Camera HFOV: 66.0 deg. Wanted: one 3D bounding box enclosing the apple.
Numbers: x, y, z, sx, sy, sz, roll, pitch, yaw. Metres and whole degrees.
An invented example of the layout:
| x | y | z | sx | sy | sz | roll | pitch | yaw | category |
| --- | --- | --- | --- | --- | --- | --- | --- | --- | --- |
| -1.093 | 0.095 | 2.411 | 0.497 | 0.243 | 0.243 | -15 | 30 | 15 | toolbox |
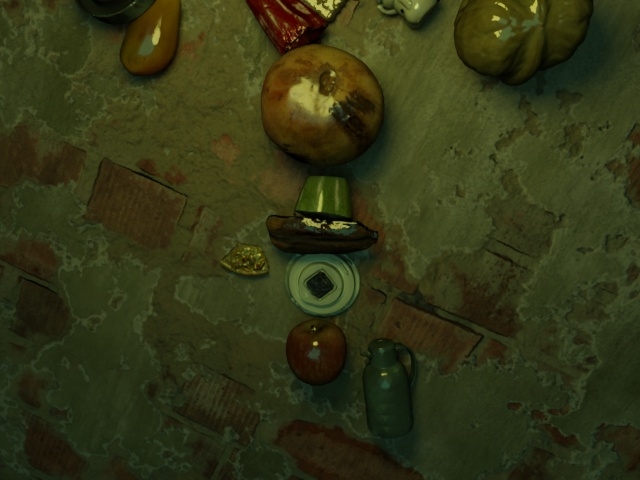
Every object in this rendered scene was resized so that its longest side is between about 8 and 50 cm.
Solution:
| x | y | z | sx | sy | sz | roll | pitch | yaw | category |
| --- | --- | --- | --- | --- | --- | --- | --- | --- | --- |
| -0.011 | 0.335 | 1.479 | 0.188 | 0.188 | 0.173 | -4 | 111 | 9 | apple |

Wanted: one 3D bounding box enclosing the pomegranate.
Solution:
| x | y | z | sx | sy | sz | roll | pitch | yaw | category |
| --- | --- | --- | --- | --- | --- | --- | --- | --- | --- |
| 0.005 | -0.341 | 1.263 | 0.322 | 0.322 | 0.321 | 2 | 104 | 7 | pomegranate |

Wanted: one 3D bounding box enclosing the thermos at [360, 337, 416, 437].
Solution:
| x | y | z | sx | sy | sz | roll | pitch | yaw | category |
| --- | --- | --- | --- | --- | --- | --- | --- | --- | --- |
| 0.215 | 0.438 | 1.504 | 0.182 | 0.145 | 0.286 | -11 | 103 | -22 | thermos |

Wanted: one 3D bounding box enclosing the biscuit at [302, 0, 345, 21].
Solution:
| x | y | z | sx | sy | sz | roll | pitch | yaw | category |
| --- | --- | --- | --- | --- | --- | --- | --- | --- | --- |
| 0.043 | -0.761 | 1.274 | 0.217 | 0.044 | 0.324 | 38 | 106 | -4 | biscuit |

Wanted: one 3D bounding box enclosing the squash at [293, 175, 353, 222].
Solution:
| x | y | z | sx | sy | sz | roll | pitch | yaw | category |
| --- | --- | --- | --- | --- | --- | --- | --- | --- | --- |
| 0.011 | -0.114 | 1.386 | 0.170 | 0.170 | 0.122 | 4 | 90 | 7 | squash |

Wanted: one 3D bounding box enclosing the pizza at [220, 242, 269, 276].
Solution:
| x | y | z | sx | sy | sz | roll | pitch | yaw | category |
| --- | --- | --- | --- | --- | --- | --- | --- | --- | --- |
| -0.231 | 0.061 | 1.519 | 0.160 | 0.036 | 0.098 | 10 | 105 | 5 | pizza |

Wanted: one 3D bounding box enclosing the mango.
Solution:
| x | y | z | sx | sy | sz | roll | pitch | yaw | category |
| --- | --- | --- | --- | --- | --- | --- | --- | --- | --- |
| -0.455 | -0.566 | 1.358 | 0.139 | 0.113 | 0.253 | 32 | 99 | 6 | mango |

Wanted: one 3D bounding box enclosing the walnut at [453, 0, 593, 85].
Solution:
| x | y | z | sx | sy | sz | roll | pitch | yaw | category |
| --- | --- | --- | --- | --- | --- | --- | --- | --- | --- |
| 0.468 | -0.506 | 1.166 | 0.282 | 0.277 | 0.253 | 17 | 111 | -8 | walnut |

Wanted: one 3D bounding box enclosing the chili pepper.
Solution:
| x | y | z | sx | sy | sz | roll | pitch | yaw | category |
| --- | --- | --- | --- | --- | --- | --- | --- | --- | --- |
| -0.101 | -0.601 | 1.292 | 0.144 | 0.136 | 0.252 | -38 | 80 | 14 | chili pepper |

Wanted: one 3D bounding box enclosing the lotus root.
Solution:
| x | y | z | sx | sy | sz | roll | pitch | yaw | category |
| --- | --- | --- | --- | --- | --- | --- | --- | --- | --- |
| 0.001 | 0.000 | 1.400 | 0.330 | 0.167 | 0.078 | 3 | 67 | 16 | lotus root |

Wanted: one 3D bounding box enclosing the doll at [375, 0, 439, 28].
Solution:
| x | y | z | sx | sy | sz | roll | pitch | yaw | category |
| --- | --- | --- | --- | --- | --- | --- | --- | --- | --- |
| 0.207 | -0.621 | 1.254 | 0.181 | 0.110 | 0.106 | 31 | 104 | 2 | doll |

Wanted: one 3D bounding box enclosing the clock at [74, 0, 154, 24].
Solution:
| x | y | z | sx | sy | sz | roll | pitch | yaw | category |
| --- | --- | --- | --- | --- | --- | --- | --- | --- | --- |
| -0.541 | -0.714 | 1.312 | 0.281 | 0.055 | 0.280 | -2 | 84 | 18 | clock |

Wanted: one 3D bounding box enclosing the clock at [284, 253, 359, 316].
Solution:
| x | y | z | sx | sy | sz | roll | pitch | yaw | category |
| --- | --- | --- | --- | --- | --- | --- | --- | --- | --- |
| 0.001 | 0.128 | 1.497 | 0.237 | 0.053 | 0.236 | 2 | 104 | 6 | clock |
